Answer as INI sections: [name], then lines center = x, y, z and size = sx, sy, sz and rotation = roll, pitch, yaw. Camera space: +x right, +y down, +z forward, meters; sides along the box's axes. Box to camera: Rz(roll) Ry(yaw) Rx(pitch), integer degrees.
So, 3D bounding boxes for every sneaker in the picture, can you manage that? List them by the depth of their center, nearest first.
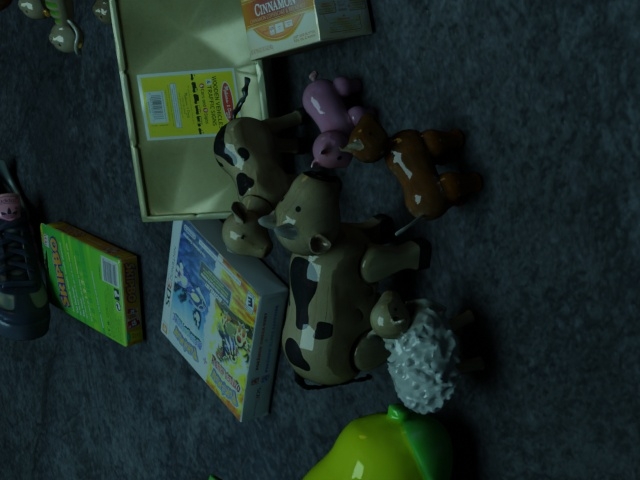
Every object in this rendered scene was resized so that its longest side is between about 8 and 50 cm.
[sneaker]
center = -0.466, 0.007, 2.369
size = 0.319, 0.112, 0.131
rotation = 58, 140, 41

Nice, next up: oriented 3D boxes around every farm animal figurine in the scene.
[farm animal figurine]
center = 0.000, 0.000, 1.614
size = 0.330, 0.172, 0.327
rotation = 7, 107, 56

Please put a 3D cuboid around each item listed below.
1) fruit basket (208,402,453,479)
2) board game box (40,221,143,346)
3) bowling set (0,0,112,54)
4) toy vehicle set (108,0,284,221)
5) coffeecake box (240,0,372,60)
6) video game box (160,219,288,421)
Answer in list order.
[fruit basket]
center = 0.041, 0.352, 1.667
size = 0.392, 0.283, 0.392
rotation = -19, 52, 26
[board game box]
center = -0.324, 0.055, 2.264
size = 0.259, 0.039, 0.124
rotation = 19, 116, 52
[bowling set]
center = -0.329, -0.305, 1.992
size = 0.287, 0.199, 0.154
rotation = 51, 159, 44
[toy vehicle set]
center = -0.134, -0.154, 1.785
size = 0.166, 0.035, 0.267
rotation = -2, 108, 15
[coffeecake box]
center = -0.027, -0.288, 1.654
size = 0.142, 0.068, 0.186
rotation = -5, 96, 59
[video game box]
center = -0.120, 0.085, 1.950
size = 0.205, 0.048, 0.187
rotation = 43, 137, 42
